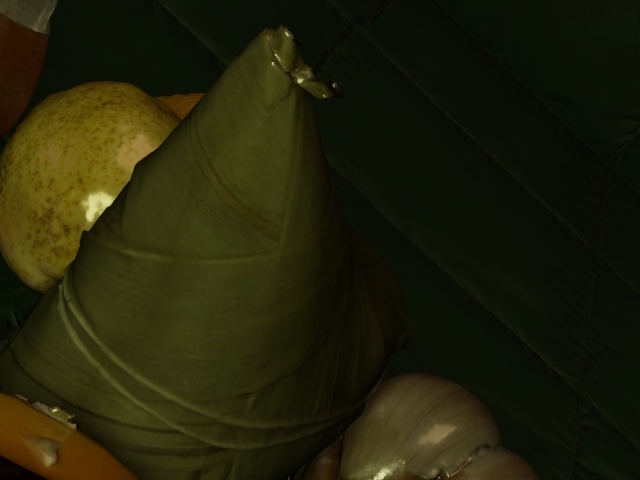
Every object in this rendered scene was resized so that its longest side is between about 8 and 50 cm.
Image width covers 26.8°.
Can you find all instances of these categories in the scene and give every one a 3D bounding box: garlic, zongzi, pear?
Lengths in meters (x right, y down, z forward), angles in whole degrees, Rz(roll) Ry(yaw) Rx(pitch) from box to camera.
[{"bbox_3d":[0.067,0.174,1.033,0.214,0.160,0.191,57,22,21],"label":"garlic"},{"bbox_3d":[0.000,0.000,0.872,0.181,0.418,0.447,42,35,13],"label":"zongzi"},{"bbox_3d":[-0.161,-0.025,0.995,0.178,0.178,0.178,36,25,-19],"label":"pear"}]

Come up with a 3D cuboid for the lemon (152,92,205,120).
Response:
[{"bbox_3d":[-0.103,-0.057,1.166,0.187,0.142,0.142,45,21,27],"label":"lemon"}]

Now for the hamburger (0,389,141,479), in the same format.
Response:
[{"bbox_3d":[-0.170,0.201,0.584,0.276,0.179,0.294,33,22,-30],"label":"hamburger"}]

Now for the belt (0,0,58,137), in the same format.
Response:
[{"bbox_3d":[-0.303,-0.183,0.991,0.105,0.184,0.261,15,24,-50],"label":"belt"}]
